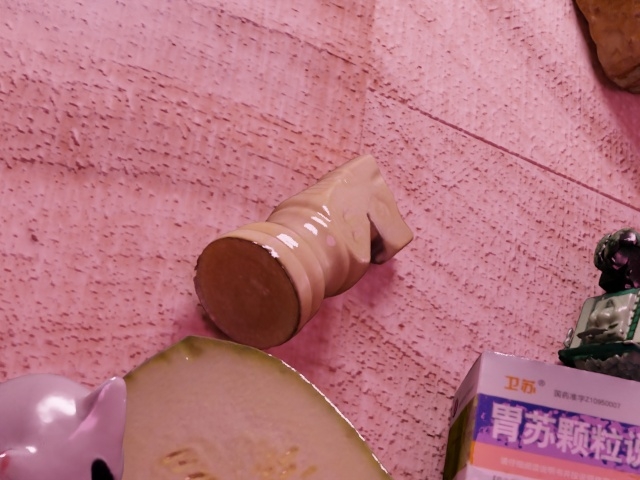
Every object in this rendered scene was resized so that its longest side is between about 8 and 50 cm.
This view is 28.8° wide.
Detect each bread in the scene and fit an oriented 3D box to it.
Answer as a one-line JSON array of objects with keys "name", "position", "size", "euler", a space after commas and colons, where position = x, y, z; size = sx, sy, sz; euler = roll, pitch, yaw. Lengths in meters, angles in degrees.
[{"name": "bread", "position": [0.319, -0.250, 1.213], "size": [0.102, 0.138, 0.196], "euler": [-2, 75, -31]}]

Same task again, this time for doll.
[{"name": "doll", "position": [-0.180, 0.131, 0.704], "size": [0.110, 0.180, 0.107], "euler": [-43, 112, -38]}]

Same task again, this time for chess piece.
[{"name": "chess piece", "position": [0.000, 0.000, 0.940], "size": [0.090, 0.090, 0.200], "euler": [58, 41, -3]}]

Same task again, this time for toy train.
[{"name": "toy train", "position": [0.340, 0.096, 1.115], "size": [0.269, 0.115, 0.154], "euler": [33, 66, -21]}]

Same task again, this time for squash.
[{"name": "squash", "position": [-0.034, 0.193, 0.769], "size": [0.189, 0.189, 0.260], "euler": [-36, 99, -38]}]

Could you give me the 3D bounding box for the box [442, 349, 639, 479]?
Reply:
[{"name": "box", "position": [0.184, 0.249, 0.904], "size": [0.200, 0.106, 0.299], "euler": [12, 62, -2]}]
